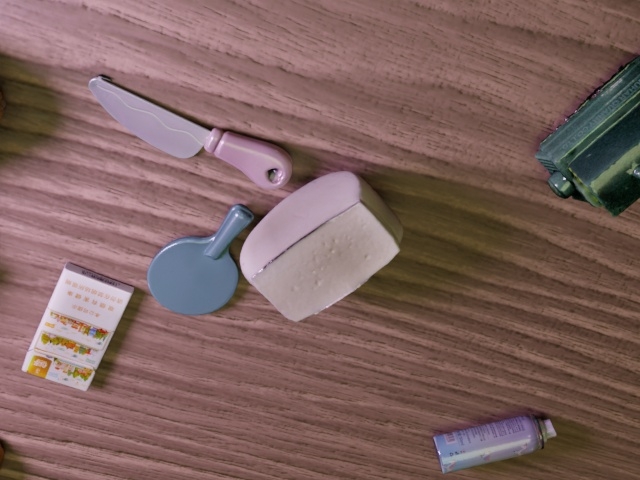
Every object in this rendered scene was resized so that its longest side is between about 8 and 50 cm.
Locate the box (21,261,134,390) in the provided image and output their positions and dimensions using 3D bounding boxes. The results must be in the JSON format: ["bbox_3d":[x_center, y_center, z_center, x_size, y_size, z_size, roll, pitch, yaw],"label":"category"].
[{"bbox_3d":[-0.416,0.151,1.450,0.122,0.032,0.220,22,113,-17],"label":"box"}]

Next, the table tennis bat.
[{"bbox_3d":[-0.190,0.031,1.413,0.149,0.038,0.237,31,115,-18],"label":"table tennis bat"}]

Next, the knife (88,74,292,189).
[{"bbox_3d":[-0.202,-0.162,1.318,0.336,0.043,0.081,22,120,-10],"label":"knife"}]

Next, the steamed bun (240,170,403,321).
[{"bbox_3d":[0.000,0.000,1.342,0.242,0.164,0.146,-36,117,11],"label":"steamed bun"}]

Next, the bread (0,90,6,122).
[{"bbox_3d":[-0.580,-0.170,1.208,0.250,0.133,0.179,-28,118,10],"label":"bread"}]

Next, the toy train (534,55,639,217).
[{"bbox_3d":[0.497,-0.172,1.300,0.330,0.178,0.138,-43,114,14],"label":"toy train"}]

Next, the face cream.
[{"bbox_3d":[0.336,0.387,1.631,0.229,0.075,0.075,-14,118,2],"label":"face cream"}]

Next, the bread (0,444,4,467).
[{"bbox_3d":[-0.646,0.411,1.544,0.149,0.073,0.122,-17,123,5],"label":"bread"}]
